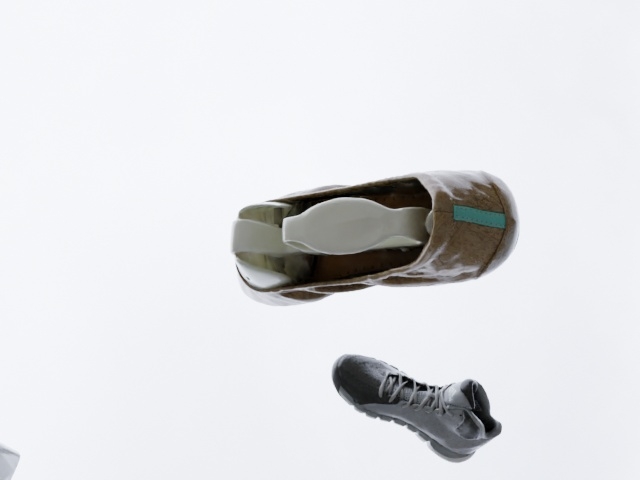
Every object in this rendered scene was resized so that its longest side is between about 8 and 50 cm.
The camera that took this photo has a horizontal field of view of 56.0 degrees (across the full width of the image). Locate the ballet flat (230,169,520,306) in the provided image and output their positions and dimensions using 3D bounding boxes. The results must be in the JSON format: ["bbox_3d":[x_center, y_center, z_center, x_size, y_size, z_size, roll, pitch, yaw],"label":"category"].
[{"bbox_3d":[0.000,0.000,0.535,0.124,0.342,0.116,8,-100,-45],"label":"ballet flat"}]

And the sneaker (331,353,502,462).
[{"bbox_3d":[0.135,0.194,0.777,0.228,0.132,0.086,31,-132,-6],"label":"sneaker"}]

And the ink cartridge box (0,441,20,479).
[{"bbox_3d":[-0.298,0.128,0.257,0.233,0.171,0.168,73,-156,-52],"label":"ink cartridge box"}]
